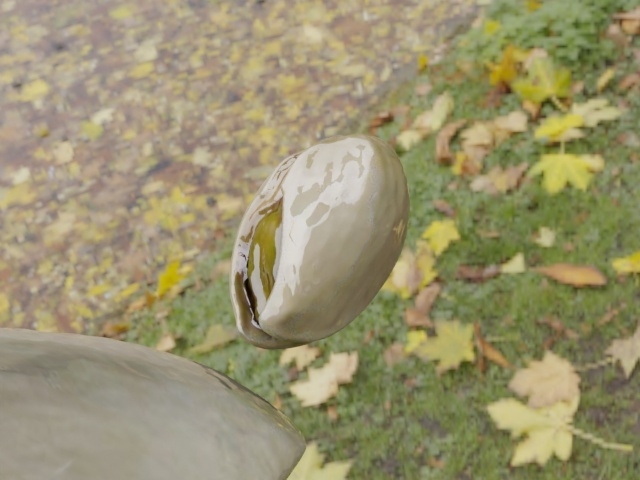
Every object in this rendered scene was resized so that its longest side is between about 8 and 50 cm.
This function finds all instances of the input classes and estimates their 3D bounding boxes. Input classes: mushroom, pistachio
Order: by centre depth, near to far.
[{"bbox_3d":[-0.123,0.077,0.334,0.128,0.350,0.128,-12,68,33],"label":"mushroom"},{"bbox_3d":[0.000,0.000,1.094,0.153,0.138,0.238,43,64,-9],"label":"pistachio"}]
